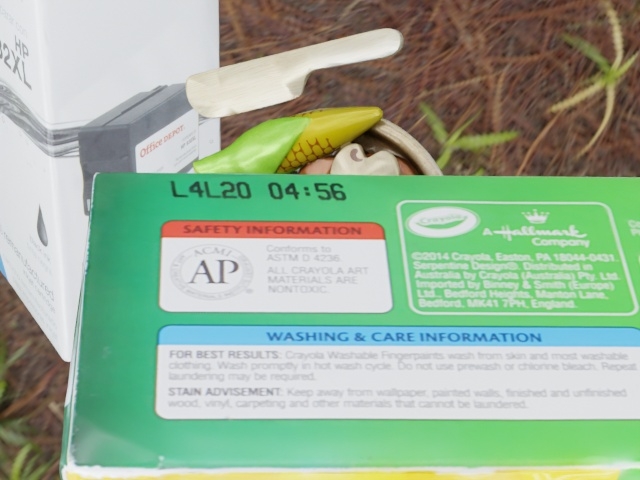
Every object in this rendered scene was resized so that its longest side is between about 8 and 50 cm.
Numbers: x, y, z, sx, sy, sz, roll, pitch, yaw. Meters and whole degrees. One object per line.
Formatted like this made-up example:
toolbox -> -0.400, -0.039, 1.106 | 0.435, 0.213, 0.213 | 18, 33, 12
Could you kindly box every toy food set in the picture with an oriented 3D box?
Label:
toy food set -> 0.000, 0.000, 0.755 | 0.132, 0.038, 0.192 | -14, 88, 20

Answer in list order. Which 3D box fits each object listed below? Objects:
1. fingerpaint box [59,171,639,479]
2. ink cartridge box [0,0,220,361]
fingerpaint box -> 0.125, 0.157, 0.682 | 0.445, 0.163, 0.371 | 0, 131, -4
ink cartridge box -> -0.170, -0.110, 1.089 | 0.129, 0.223, 0.307 | -16, 128, -25
